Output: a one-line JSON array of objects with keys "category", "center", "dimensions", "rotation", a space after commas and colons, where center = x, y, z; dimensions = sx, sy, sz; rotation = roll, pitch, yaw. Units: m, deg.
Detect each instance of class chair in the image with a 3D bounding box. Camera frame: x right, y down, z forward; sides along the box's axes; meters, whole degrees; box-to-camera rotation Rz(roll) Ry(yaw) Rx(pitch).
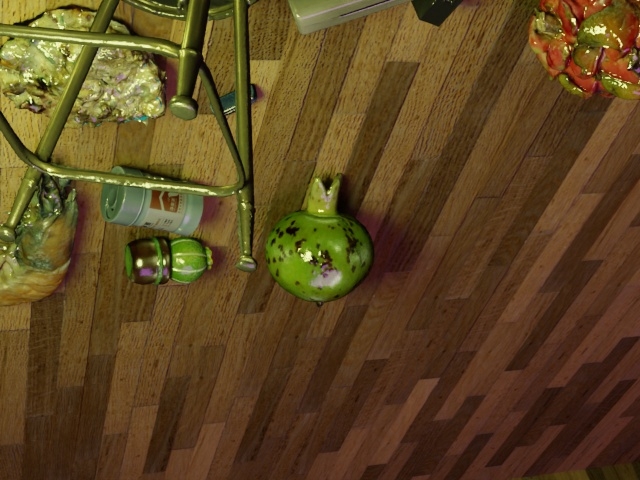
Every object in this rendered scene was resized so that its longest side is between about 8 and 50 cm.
[{"category": "chair", "center": [-0.235, -0.240, 1.320], "dimensions": [0.362, 0.410, 0.365], "rotation": [7, 152, 12]}]

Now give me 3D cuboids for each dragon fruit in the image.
[{"category": "dragon fruit", "center": [0.456, -0.351, 1.677], "dimensions": [0.263, 0.314, 0.296], "rotation": [-12, 172, 21]}]

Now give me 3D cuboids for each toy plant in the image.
[{"category": "toy plant", "center": [-0.286, 0.038, 2.028], "dimensions": [0.162, 0.093, 0.093], "rotation": [-2, 143, -21]}]

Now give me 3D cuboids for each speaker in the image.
[{"category": "speaker", "center": [0.218, -0.428, 1.601], "dimensions": [0.044, 0.082, 0.218], "rotation": [12, 138, -36]}]

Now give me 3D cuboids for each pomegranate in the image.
[{"category": "pomegranate", "center": [0.000, 0.000, 2.033], "dimensions": [0.211, 0.211, 0.263], "rotation": [-1, 101, -22]}]

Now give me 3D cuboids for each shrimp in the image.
[{"category": "shrimp", "center": [-0.557, -0.015, 1.866], "dimensions": [0.272, 0.085, 0.445], "rotation": [10, 142, -25]}]

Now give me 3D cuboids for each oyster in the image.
[{"category": "oyster", "center": [-0.354, -0.247, 1.610], "dimensions": [0.259, 0.092, 0.198], "rotation": [18, 129, -35]}]

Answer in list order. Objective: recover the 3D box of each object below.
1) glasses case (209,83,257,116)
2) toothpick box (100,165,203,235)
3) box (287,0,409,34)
[{"category": "glasses case", "center": [-0.142, -0.229, 1.768], "dimensions": [0.083, 0.033, 0.023], "rotation": [-24, 156, 11]}, {"category": "toothpick box", "center": [-0.295, -0.068, 1.869], "dimensions": [0.153, 0.101, 0.101], "rotation": [10, 138, -35]}, {"category": "box", "center": [0.069, -0.386, 1.574], "dimensions": [0.243, 0.103, 0.055], "rotation": [-18, 150, 2]}]
